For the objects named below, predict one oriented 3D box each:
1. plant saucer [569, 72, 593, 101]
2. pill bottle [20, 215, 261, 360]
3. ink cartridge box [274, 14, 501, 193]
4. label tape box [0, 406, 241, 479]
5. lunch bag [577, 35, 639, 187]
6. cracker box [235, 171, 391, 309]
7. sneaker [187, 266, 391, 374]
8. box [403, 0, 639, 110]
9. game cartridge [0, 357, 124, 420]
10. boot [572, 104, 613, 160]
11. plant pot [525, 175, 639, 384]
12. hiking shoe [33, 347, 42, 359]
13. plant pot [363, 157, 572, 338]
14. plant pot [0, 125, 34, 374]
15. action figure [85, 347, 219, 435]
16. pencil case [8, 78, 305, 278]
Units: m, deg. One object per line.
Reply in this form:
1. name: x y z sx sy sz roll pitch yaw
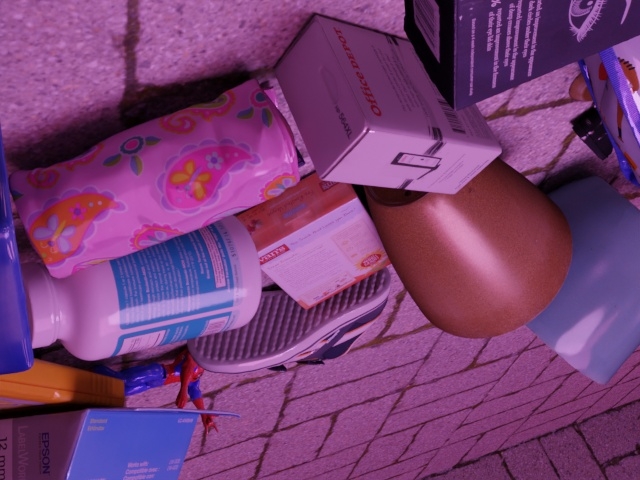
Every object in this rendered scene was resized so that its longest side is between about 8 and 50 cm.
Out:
1. plant saucer: 0.372 -0.211 1.177 0.083 0.015 0.083 -20 153 -11
2. pill bottle: -0.211 0.052 1.009 0.264 0.146 0.146 -9 149 -34
3. ink cartridge box: 0.070 -0.135 0.918 0.203 0.148 0.086 3 144 -41
4. label tape box: -0.313 0.288 1.173 0.348 0.115 0.249 -9 166 23
5. lunch bag: 0.452 -0.228 0.961 0.328 0.239 0.385 -29 126 12
6. cracker box: 0.000 0.000 1.192 0.156 0.067 0.232 -28 154 6
7. sneaker: -0.041 0.136 1.338 0.321 0.126 0.127 -19 147 -15
8. box: 0.176 -0.219 0.702 0.207 0.108 0.153 -23 152 -4
9. game cartridge: -0.445 0.182 1.060 0.285 0.052 0.324 -11 159 22
10. boot: 0.421 -0.169 1.265 0.099 0.045 0.121 -39 149 20
11. plant pot: 0.423 0.041 1.399 0.235 0.293 0.293 -49 147 12
12. hiking shoe: -0.399 0.093 1.036 0.114 0.086 0.227 -5 150 0
13. plant pot: 0.167 -0.033 1.138 0.237 0.237 0.254 -33 137 15
14. plant pot: -0.350 -0.027 0.684 0.212 0.236 0.236 -8 150 -19
15. action figure: -0.252 0.241 1.349 0.280 0.139 0.091 -13 152 -27
16. pencil case: -0.159 -0.064 0.887 0.284 0.124 0.124 -23 153 -4
